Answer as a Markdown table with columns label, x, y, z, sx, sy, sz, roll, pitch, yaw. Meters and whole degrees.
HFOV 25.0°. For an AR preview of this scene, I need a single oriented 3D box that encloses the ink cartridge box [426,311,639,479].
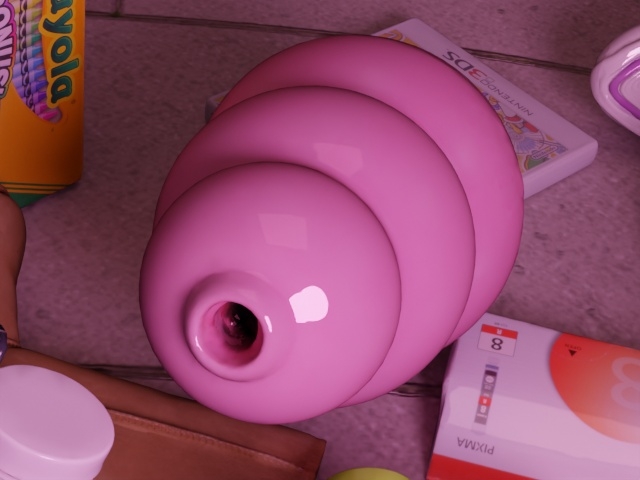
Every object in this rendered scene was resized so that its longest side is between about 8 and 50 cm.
| label | x | y | z | sx | sy | sz | roll | pitch | yaw |
| --- | --- | --- | --- | --- | --- | --- | --- | --- | --- |
| ink cartridge box | 0.138 | 0.125 | 0.859 | 0.145 | 0.045 | 0.179 | 14 | 38 | 5 |

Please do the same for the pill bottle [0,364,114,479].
| label | x | y | z | sx | sy | sz | roll | pitch | yaw |
| --- | --- | --- | --- | --- | --- | --- | --- | --- | --- |
| pill bottle | -0.159 | 0.140 | 0.682 | 0.087 | 0.160 | 0.087 | 25 | 25 | -12 |

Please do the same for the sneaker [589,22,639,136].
| label | x | y | z | sx | sy | sz | roll | pitch | yaw |
| --- | --- | --- | --- | --- | --- | --- | --- | --- | --- |
| sneaker | 0.323 | -0.154 | 1.189 | 0.305 | 0.114 | 0.152 | -14 | 32 | -31 |

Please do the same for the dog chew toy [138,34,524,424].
| label | x | y | z | sx | sy | sz | roll | pitch | yaw |
| --- | --- | --- | --- | --- | --- | --- | --- | --- | --- |
| dog chew toy | 0.000 | 0.000 | 0.804 | 0.206 | 0.207 | 0.332 | 18 | 20 | 10 |

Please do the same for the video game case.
| label | x | y | z | sx | sy | sz | roll | pitch | yaw |
| --- | --- | --- | --- | --- | --- | --- | --- | --- | --- |
| video game case | 0.063 | -0.084 | 1.097 | 0.227 | 0.026 | 0.206 | -26 | 52 | -34 |

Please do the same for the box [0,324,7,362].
| label | x | y | z | sx | sy | sz | roll | pitch | yaw |
| --- | --- | --- | --- | --- | --- | --- | --- | --- | --- |
| box | -0.333 | 0.112 | 0.568 | 0.296 | 0.183 | 0.294 | 20 | 86 | 12 |

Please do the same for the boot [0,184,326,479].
| label | x | y | z | sx | sy | sz | roll | pitch | yaw |
| --- | --- | --- | --- | --- | --- | --- | --- | --- | --- |
| boot | -0.126 | 0.089 | 0.824 | 0.269 | 0.089 | 0.236 | 17 | 48 | 6 |

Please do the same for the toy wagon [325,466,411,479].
| label | x | y | z | sx | sy | sz | roll | pitch | yaw |
| --- | --- | --- | --- | --- | --- | --- | --- | --- | --- |
| toy wagon | 0.041 | 0.225 | 0.646 | 0.344 | 0.068 | 0.267 | 20 | 41 | -17 |

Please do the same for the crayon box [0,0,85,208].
| label | x | y | z | sx | sy | sz | roll | pitch | yaw |
| --- | --- | --- | --- | --- | --- | --- | --- | --- | --- |
| crayon box | -0.235 | -0.134 | 0.902 | 0.081 | 0.278 | 0.165 | 36 | 47 | 29 |
